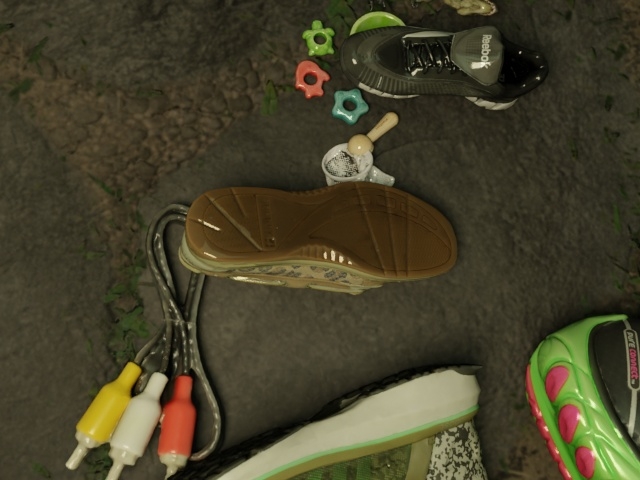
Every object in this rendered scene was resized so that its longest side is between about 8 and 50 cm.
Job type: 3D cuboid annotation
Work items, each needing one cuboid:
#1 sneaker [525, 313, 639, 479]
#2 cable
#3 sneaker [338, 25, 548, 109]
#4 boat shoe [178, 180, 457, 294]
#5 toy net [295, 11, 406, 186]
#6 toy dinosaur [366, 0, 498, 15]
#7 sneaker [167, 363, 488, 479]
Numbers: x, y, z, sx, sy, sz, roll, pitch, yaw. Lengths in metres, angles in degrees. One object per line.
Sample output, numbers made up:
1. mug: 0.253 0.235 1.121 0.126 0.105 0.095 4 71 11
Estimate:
1. sneaker: 0.378 0.285 0.743 0.202 0.185 0.482 -23 82 -5
2. cable: -0.143 0.105 0.794 0.140 0.072 0.287 16 77 -7
3. sneaker: 0.137 -0.189 0.829 0.235 0.106 0.078 4 85 -23
4. boat shoe: 0.000 0.000 0.816 0.285 0.089 0.104 6 66 -17
5. toy net: 0.031 -0.139 0.874 0.122 0.045 0.232 5 78 -4
6. toy dinosaur: 0.079 -0.328 0.906 0.118 0.064 0.268 -32 77 -39
7. sneaker: 0.000 0.250 0.703 0.411 0.158 0.182 -20 82 -21
